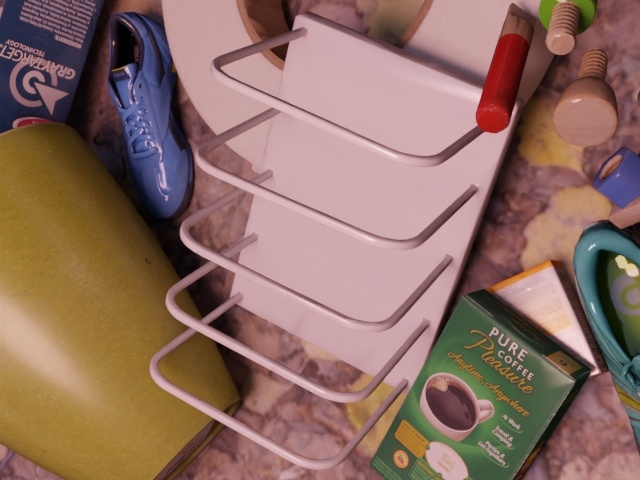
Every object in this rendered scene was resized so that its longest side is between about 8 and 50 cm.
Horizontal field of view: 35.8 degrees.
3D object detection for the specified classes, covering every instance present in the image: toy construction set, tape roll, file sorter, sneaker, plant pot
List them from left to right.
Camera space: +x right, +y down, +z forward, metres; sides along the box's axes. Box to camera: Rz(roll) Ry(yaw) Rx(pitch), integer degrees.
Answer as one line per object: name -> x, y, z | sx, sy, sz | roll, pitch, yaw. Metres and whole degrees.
plant pot -> -0.221, 0.091, 0.902 | 0.293, 0.275, 0.275 | 43, 104, 8
sneaker -> -0.178, -0.123, 0.979 | 0.069, 0.082, 0.209 | -11, 82, 23
file sorter -> 0.000, 0.000, 0.761 | 0.192, 0.173, 0.278 | 26, 120, 18
tape roll -> 0.027, -0.237, 0.862 | 0.392, 0.072, 0.392 | 1, 92, 31
sneaker -> 0.256, 0.111, 0.722 | 0.107, 0.110, 0.275 | -32, 72, 20
toy construction set -> 0.281, -0.132, 0.692 | 0.308, 0.237, 0.257 | 14, 136, 8

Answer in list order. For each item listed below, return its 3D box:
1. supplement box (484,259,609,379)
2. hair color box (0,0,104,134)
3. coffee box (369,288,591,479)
supplement box -> 0.183, 0.072, 0.802 | 0.062, 0.036, 0.098 | -26, 75, 23
hair color box -> -0.317, -0.230, 1.019 | 0.174, 0.105, 0.347 | 22, 95, 47
coffee box -> 0.124, 0.144, 0.795 | 0.113, 0.040, 0.184 | 38, 117, 29
